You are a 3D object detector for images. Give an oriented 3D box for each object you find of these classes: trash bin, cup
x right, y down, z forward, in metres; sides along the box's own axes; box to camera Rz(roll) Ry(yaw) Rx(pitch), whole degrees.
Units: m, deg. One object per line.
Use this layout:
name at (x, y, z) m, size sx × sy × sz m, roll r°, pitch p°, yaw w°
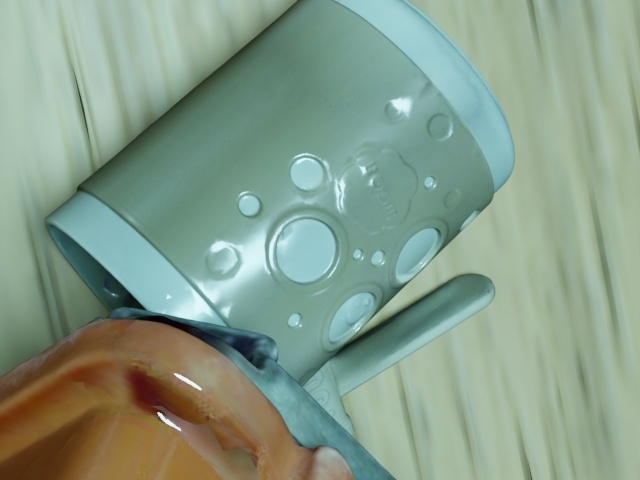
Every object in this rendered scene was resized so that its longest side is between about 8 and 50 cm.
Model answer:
trash bin at (-0.048, 0.156, 0.392) m, size 0.184 × 0.161 × 0.238 m, roll 45°, pitch 37°, yaw -19°
cup at (0.002, 0.000, 0.487) m, size 0.099 × 0.074 × 0.102 m, roll -43°, pitch 105°, yaw -10°
